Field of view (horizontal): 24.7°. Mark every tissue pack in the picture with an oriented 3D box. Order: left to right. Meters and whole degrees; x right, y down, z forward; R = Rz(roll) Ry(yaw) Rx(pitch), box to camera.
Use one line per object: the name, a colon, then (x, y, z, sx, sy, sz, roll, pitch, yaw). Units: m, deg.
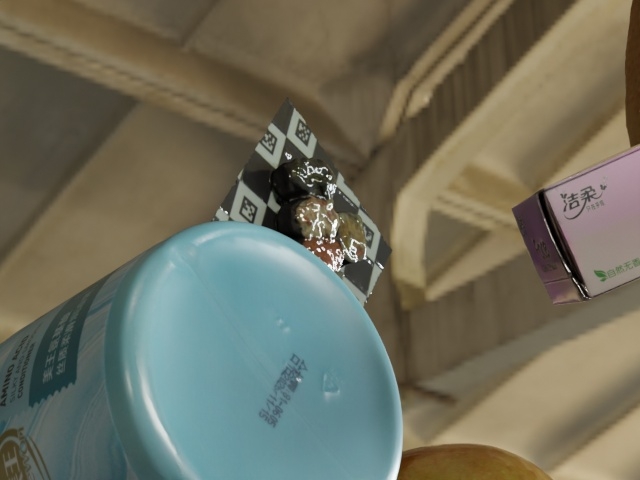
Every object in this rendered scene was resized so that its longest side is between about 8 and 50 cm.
tissue pack: (0.278, -0.039, 1.101, 0.246, 0.092, 0.148, -24, -4, -2)

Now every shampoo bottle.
shampoo bottle: (-0.145, 0.189, 1.397, 0.331, 0.331, 0.343, 22, -37, -36)

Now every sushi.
sushi: (0.000, 0.000, 2.099, 0.069, 0.339, 0.320, -13, -57, 36)

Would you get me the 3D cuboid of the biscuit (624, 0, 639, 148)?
biscuit: (0.451, -0.241, 1.631, 0.062, 0.385, 0.365, 5, 11, -16)

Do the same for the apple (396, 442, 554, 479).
apple: (0.148, 0.403, 1.667, 0.339, 0.338, 0.305, -3, 3, 5)
